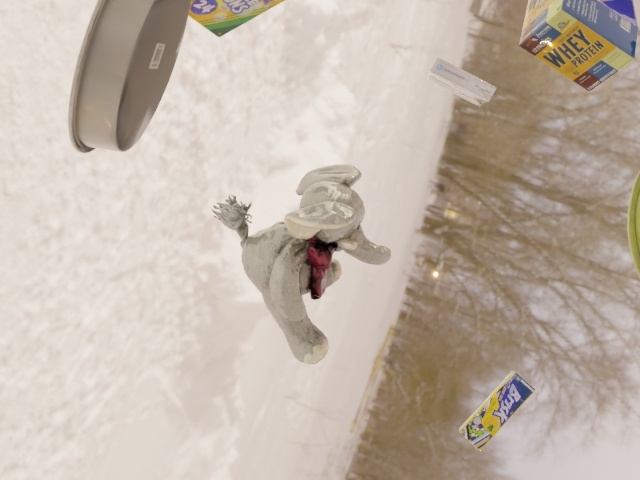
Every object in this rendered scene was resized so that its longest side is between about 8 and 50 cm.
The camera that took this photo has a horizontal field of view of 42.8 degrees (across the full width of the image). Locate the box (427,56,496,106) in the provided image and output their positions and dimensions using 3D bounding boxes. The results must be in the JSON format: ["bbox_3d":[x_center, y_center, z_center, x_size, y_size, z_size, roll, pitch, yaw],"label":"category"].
[{"bbox_3d":[0.312,-0.352,1.829,0.038,0.145,0.186,-62,177,9],"label":"box"}]

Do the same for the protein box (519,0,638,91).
[{"bbox_3d":[0.565,-0.475,1.770,0.136,0.201,0.199,-39,-153,55],"label":"protein box"}]

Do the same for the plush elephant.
[{"bbox_3d":[0.000,0.000,1.478,0.255,0.330,0.272,-27,-157,28],"label":"plush elephant"}]

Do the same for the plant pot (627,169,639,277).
[{"bbox_3d":[0.609,-0.042,0.975,0.353,0.366,0.366,75,35,-81],"label":"plant pot"}]

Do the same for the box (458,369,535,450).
[{"bbox_3d":[0.358,0.345,1.664,0.169,0.059,0.054,-48,170,2],"label":"box"}]

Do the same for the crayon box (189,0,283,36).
[{"bbox_3d":[-0.116,-0.498,1.430,0.203,0.323,0.083,22,49,-59],"label":"crayon box"}]

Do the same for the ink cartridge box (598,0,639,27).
[{"bbox_3d":[0.583,-0.433,1.392,0.175,0.371,0.069,-117,-156,-49],"label":"ink cartridge box"}]

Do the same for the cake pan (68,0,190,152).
[{"bbox_3d":[-0.235,-0.241,1.045,0.293,0.054,0.293,-159,-90,-88],"label":"cake pan"}]
